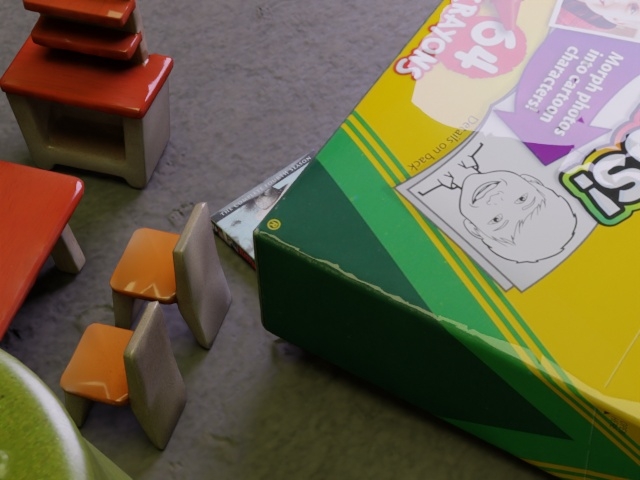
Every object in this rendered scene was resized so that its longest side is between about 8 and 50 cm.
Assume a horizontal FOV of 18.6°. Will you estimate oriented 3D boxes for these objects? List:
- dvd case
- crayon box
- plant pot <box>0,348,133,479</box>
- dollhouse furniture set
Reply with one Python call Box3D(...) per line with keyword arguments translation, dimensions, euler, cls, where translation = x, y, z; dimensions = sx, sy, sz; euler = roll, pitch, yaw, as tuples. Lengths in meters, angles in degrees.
Box3D(translation=(0.000, 0.000, 1.208), dimensions=(0.087, 0.013, 0.119), euler=(-33, 53, -20), cls="dvd case")
Box3D(translation=(0.190, -0.034, 1.144), dimensions=(0.313, 0.106, 0.363), euler=(25, 57, 21), cls="crayon box")
Box3D(translation=(-0.154, 0.225, 0.784), dimensions=(0.366, 0.353, 0.366), euler=(-8, 47, 8), cls="plant pot")
Box3D(translation=(-0.184, -0.027, 1.172), dimensions=(0.262, 0.135, 0.259), euler=(12, 52, 16), cls="dollhouse furniture set")
